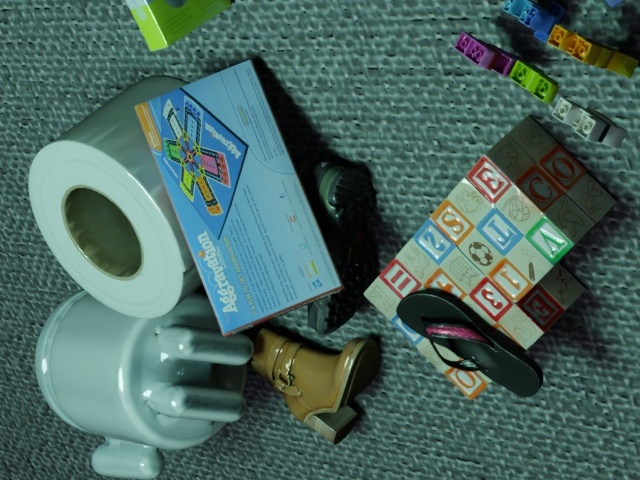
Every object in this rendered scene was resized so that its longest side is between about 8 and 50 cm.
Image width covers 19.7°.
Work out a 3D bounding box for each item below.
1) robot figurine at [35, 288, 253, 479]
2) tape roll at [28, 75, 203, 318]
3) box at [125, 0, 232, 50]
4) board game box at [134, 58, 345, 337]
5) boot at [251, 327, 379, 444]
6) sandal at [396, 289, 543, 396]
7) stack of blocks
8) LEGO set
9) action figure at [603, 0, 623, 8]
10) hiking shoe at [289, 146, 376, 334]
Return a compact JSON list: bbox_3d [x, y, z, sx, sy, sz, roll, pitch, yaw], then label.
[{"bbox_3d":[-0.233,0.159,2.360,0.353,0.200,0.300,4,82,51],"label":"robot figurine"},{"bbox_3d":[-0.205,-0.051,2.198,0.246,0.169,0.246,26,136,28],"label":"tape roll"},{"bbox_3d":[-0.180,-0.310,2.004,0.042,0.109,0.178,-4,118,50],"label":"box"},{"bbox_3d":[-0.091,-0.048,2.047,0.027,0.145,0.281,69,179,-79],"label":"board game box"},{"bbox_3d":[-0.014,0.152,2.265,0.152,0.073,0.197,40,139,18],"label":"boot"},{"bbox_3d":[0.153,0.112,1.946,0.179,0.040,0.067,33,139,19],"label":"sandal"},{"bbox_3d":[0.188,0.025,1.945,0.171,0.087,0.297,45,142,6],"label":"stack of blocks"},{"bbox_3d":[0.237,-0.165,1.740,0.227,0.093,0.087,45,113,50],"label":"LEGO set"},{"bbox_3d":[0.144,-0.361,1.603,0.330,0.178,0.341,2,148,37],"label":"action figure"},{"bbox_3d":[0.000,0.000,2.126,0.114,0.086,0.227,30,130,35],"label":"hiking shoe"}]
